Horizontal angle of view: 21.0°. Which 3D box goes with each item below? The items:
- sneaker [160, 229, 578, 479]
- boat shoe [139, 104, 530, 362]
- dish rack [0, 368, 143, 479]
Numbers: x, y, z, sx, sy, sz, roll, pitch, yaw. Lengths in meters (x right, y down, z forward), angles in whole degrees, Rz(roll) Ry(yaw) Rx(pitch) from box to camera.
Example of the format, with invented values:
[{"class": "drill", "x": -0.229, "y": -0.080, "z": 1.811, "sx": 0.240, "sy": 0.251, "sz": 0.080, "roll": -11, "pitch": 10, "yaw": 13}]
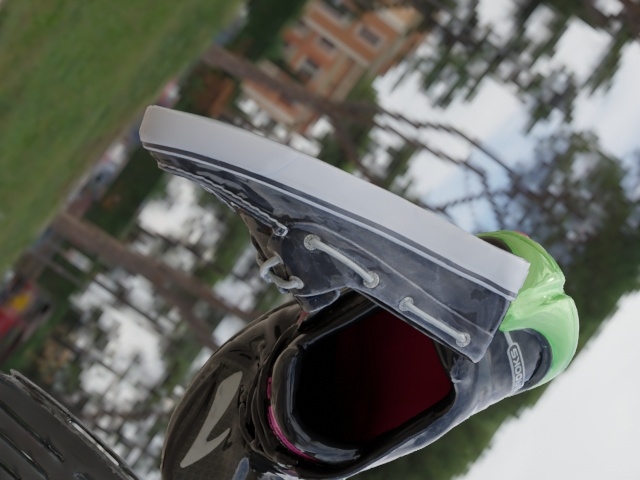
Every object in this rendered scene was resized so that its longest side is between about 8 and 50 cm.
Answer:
[{"class": "sneaker", "x": -0.003, "y": 0.125, "z": 1.504, "sx": 0.202, "sy": 0.185, "sz": 0.483, "roll": -14, "pitch": 164, "yaw": -48}, {"class": "boat shoe", "x": 0.000, "y": 0.000, "z": 1.228, "sx": 0.102, "sy": 0.301, "sz": 0.108, "roll": -65, "pitch": -162, "yaw": 0}, {"class": "dish rack", "x": -0.204, "y": 0.205, "z": 0.943, "sx": 0.271, "sy": 0.208, "sz": 0.074, "roll": -50, "pitch": 178, "yaw": 21}]
